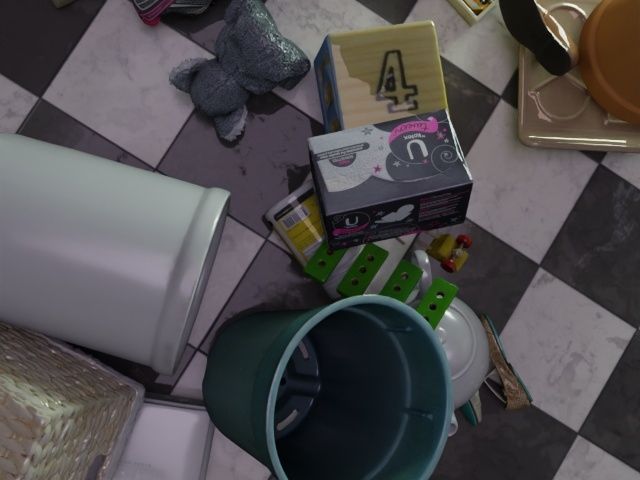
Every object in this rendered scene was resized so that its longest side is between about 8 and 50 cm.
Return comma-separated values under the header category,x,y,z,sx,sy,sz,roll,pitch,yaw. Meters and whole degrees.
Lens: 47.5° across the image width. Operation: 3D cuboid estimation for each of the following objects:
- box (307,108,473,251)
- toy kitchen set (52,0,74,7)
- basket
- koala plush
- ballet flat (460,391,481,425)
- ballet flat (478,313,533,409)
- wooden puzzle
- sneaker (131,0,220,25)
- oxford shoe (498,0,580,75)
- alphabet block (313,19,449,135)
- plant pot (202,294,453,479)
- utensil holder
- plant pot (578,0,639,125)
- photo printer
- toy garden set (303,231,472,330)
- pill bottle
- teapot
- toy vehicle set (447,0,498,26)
category,x,y,z,sx,sy,sz,roll,pitch,yaw
box,0.114,-0.104,1.243,0.247,0.142,0.163,-12,63,-3
toy kitchen set,-0.439,-0.564,1.342,0.207,0.122,0.166,-36,93,-27
basket,-0.525,0.320,1.156,0.331,0.266,0.328,24,92,18
koala plush,-0.154,-0.310,1.329,0.221,0.203,0.196,-38,107,13
ballet flat,0.283,0.285,1.432,0.052,0.057,0.168,-32,93,-17
ballet flat,0.345,0.247,1.435,0.067,0.073,0.206,-28,89,7
wooden puzzle,0.548,-0.344,1.471,0.322,0.080,0.347,2,83,-7
sneaker,-0.208,-0.485,1.365,0.299,0.121,0.112,-13,120,-8
oxford shoe,0.420,-0.411,1.398,0.076,0.076,0.212,-31,84,-39
alphabet block,0.108,-0.279,1.353,0.197,0.192,0.193,-10,92,-8
plant pot,-0.020,0.254,1.217,0.341,0.334,0.341,1,88,-33
utensil holder,-0.380,0.016,1.216,0.386,0.327,0.327,18,87,-6
plant pot,0.641,-0.368,1.317,0.291,0.203,0.290,0,87,4
photo printer,-0.338,0.431,1.319,0.256,0.107,0.307,11,87,-7
toy garden set,0.128,0.040,1.277,0.244,0.049,0.203,29,68,16
pill bottle,0.000,0.000,1.367,0.119,0.119,0.208,-36,94,-7
teapot,0.198,0.188,1.327,0.256,0.187,0.252,38,72,14
toy vehicle set,0.276,-0.584,1.457,0.166,0.035,0.267,-45,94,-6
